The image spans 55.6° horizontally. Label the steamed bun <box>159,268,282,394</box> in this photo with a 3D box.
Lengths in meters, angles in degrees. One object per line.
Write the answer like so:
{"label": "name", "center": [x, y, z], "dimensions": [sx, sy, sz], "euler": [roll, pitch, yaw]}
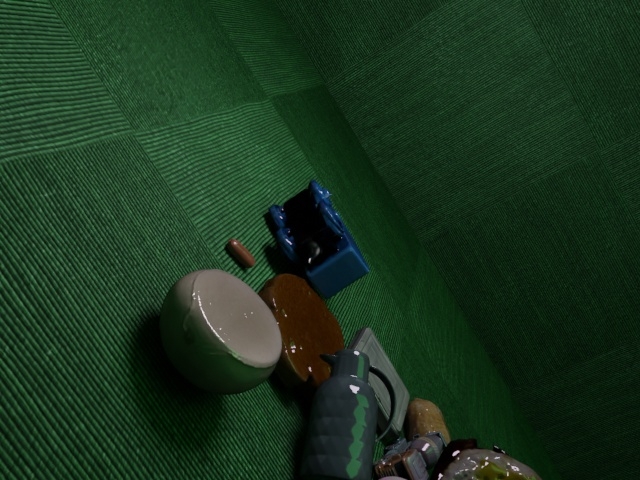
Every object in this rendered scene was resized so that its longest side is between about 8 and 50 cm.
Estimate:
{"label": "steamed bun", "center": [-0.187, 0.169, 1.068], "dimensions": [0.232, 0.145, 0.232], "euler": [40, 23, -21]}

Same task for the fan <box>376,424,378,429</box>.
{"label": "fan", "center": [0.133, 0.452, 1.674], "dimensions": [0.131, 0.009, 0.240], "euler": [60, 19, -9]}

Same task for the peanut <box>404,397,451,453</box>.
{"label": "peanut", "center": [0.312, 0.561, 1.793], "dimensions": [0.129, 0.129, 0.224], "euler": [50, 20, -28]}

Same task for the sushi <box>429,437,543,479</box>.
{"label": "sushi", "center": [0.373, 0.659, 1.436], "dimensions": [0.299, 0.281, 0.294], "euler": [43, -39, 37]}

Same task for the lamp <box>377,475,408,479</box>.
{"label": "lamp", "center": [0.130, 0.565, 1.136], "dimensions": [0.108, 0.180, 0.246], "euler": [-23, 124, -67]}

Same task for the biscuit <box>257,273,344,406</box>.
{"label": "biscuit", "center": [-0.029, 0.254, 1.454], "dimensions": [0.359, 0.074, 0.381], "euler": [28, 40, -55]}

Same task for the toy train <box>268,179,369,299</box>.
{"label": "toy train", "center": [0.000, 0.000, 1.672], "dimensions": [0.265, 0.188, 0.300], "euler": [53, 7, -31]}

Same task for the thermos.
{"label": "thermos", "center": [0.063, 0.371, 1.257], "dimensions": [0.182, 0.145, 0.286], "euler": [17, 57, -6]}

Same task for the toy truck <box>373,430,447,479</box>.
{"label": "toy truck", "center": [0.241, 0.570, 1.575], "dimensions": [0.108, 0.140, 0.257], "euler": [65, 20, 10]}

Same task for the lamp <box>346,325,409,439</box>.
{"label": "lamp", "center": [0.165, 0.399, 1.743], "dimensions": [0.266, 0.047, 0.269], "euler": [59, 18, -2]}

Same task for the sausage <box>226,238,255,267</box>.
{"label": "sausage", "center": [-0.187, 0.030, 1.427], "dimensions": [0.083, 0.034, 0.034], "euler": [50, 22, -26]}
